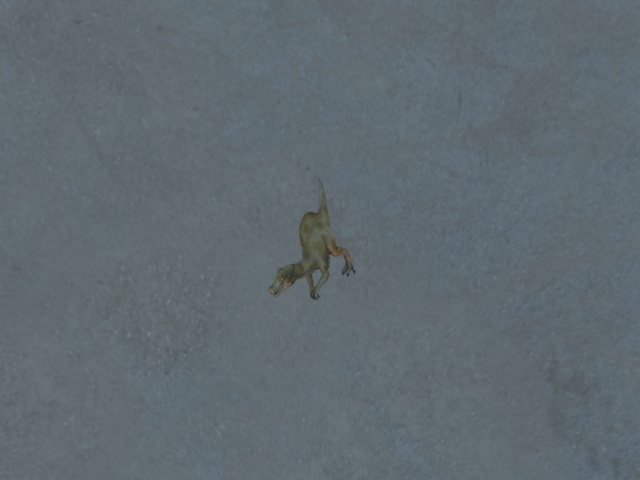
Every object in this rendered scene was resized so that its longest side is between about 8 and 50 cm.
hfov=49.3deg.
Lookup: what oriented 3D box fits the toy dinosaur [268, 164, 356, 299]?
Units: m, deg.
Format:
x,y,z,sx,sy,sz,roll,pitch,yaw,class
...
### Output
x,y,z,sx,sy,sz,roll,pitch,yaw,class
0.000,0.000,0.767,0.053,0.093,0.183,-7,43,28,toy dinosaur
